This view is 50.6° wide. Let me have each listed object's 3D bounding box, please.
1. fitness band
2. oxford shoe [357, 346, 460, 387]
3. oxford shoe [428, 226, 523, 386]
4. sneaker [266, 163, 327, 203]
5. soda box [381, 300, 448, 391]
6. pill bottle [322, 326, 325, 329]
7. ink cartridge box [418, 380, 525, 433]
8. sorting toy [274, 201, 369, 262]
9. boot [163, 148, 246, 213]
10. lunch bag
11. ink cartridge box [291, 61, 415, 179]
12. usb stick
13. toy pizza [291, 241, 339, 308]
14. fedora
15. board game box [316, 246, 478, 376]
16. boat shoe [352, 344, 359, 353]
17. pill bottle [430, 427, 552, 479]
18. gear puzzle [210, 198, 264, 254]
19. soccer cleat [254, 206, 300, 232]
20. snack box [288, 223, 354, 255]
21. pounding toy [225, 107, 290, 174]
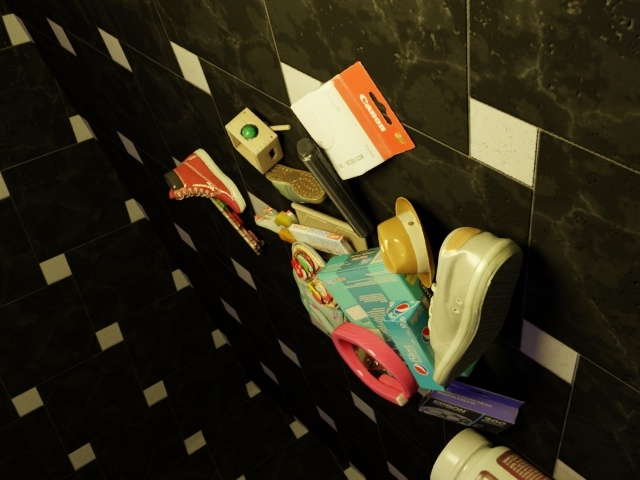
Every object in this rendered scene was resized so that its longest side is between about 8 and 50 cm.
[{"bbox_3d":[0.123,0.292,1.625,0.209,0.054,0.291,53,163,-13],"label":"fitness band"},{"bbox_3d":[0.254,0.323,1.793,0.130,0.123,0.348,26,170,-35],"label":"oxford shoe"},{"bbox_3d":[0.273,0.130,1.300,0.130,0.169,0.449,38,150,28],"label":"oxford shoe"},{"bbox_3d":[-0.044,-0.125,1.654,0.192,0.064,0.086,26,165,37],"label":"sneaker"},{"bbox_3d":[0.218,0.229,1.473,0.071,0.067,0.210,-3,125,47],"label":"soda box"},{"bbox_3d":[0.025,0.243,2.132,0.116,0.065,0.065,58,158,-20],"label":"pill bottle"},{"bbox_3d":[0.359,0.401,1.634,0.206,0.045,0.208,17,153,4],"label":"ink cartridge box"},{"bbox_3d":[0.005,-0.014,1.716,0.307,0.041,0.229,23,152,32],"label":"sorting toy"},{"bbox_3d":[-0.362,-0.144,2.093,0.244,0.176,0.088,47,158,4],"label":"boot"},{"bbox_3d":[0.027,0.166,1.931,0.224,0.108,0.279,38,156,28],"label":"lunch bag"},{"bbox_3d":[0.054,-0.218,1.290,0.189,0.066,0.232,54,163,-11],"label":"ink cartridge box"},{"bbox_3d":[0.035,-0.107,1.448,0.278,0.045,0.077,50,-167,-38],"label":"usb stick"},{"bbox_3d":[-0.019,0.094,1.725,0.201,0.032,0.201,47,157,27],"label":"toy pizza"},{"bbox_3d":[0.161,0.011,1.343,0.194,0.079,0.194,163,90,-85],"label":"fedora"},{"bbox_3d":[0.180,0.171,1.577,0.254,0.079,0.336,-13,118,50],"label":"board game box"},{"bbox_3d":[0.119,0.308,2.041,0.207,0.073,0.073,30,154,41],"label":"boat shoe"},{"bbox_3d":[0.486,0.669,1.711,0.392,0.224,0.224,34,154,37],"label":"pill bottle"},{"bbox_3d":[-0.299,-0.096,2.223,0.339,0.044,0.175,49,175,8],"label":"gear puzzle"},{"bbox_3d":[-0.123,-0.049,1.931,0.196,0.068,0.076,10,139,55],"label":"soccer cleat"},{"bbox_3d":[0.000,0.000,1.663,0.178,0.022,0.064,14,148,44],"label":"snack box"},{"bbox_3d":[-0.141,-0.245,1.608,0.130,0.100,0.141,44,169,17],"label":"pounding toy"}]
